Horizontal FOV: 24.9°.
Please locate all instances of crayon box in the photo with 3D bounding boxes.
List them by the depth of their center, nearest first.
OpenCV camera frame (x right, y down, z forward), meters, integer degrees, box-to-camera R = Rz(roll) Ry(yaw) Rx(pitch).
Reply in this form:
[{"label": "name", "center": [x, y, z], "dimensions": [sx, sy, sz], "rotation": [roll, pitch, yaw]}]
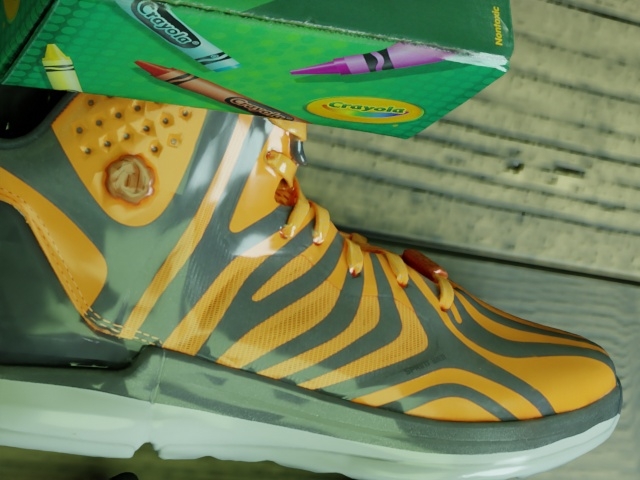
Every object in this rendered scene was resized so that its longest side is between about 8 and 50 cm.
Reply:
[{"label": "crayon box", "center": [-0.030, -0.186, 0.539], "dimensions": [0.165, 0.081, 0.278], "rotation": [5, 70, -26]}]

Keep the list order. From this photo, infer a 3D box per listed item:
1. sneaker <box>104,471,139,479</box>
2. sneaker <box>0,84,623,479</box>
[{"label": "sneaker", "center": [-0.123, 0.136, 0.605], "dimensions": [0.237, 0.085, 0.086], "rotation": [11, 66, -23]}, {"label": "sneaker", "center": [0.000, 0.000, 0.612], "dimensions": [0.321, 0.124, 0.180], "rotation": [7, 95, -26]}]
